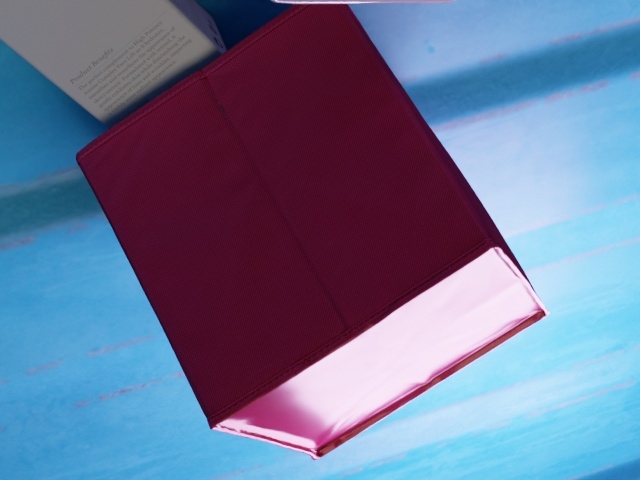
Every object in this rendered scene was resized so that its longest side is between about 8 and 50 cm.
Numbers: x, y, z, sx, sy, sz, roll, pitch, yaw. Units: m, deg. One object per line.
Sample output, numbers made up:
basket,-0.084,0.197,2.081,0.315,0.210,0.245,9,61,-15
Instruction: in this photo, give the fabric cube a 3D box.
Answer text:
fabric cube,0.000,0.000,1.034,0.259,0.258,0.254,-33,158,7

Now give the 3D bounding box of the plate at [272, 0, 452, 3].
plate,0.105,-0.262,0.765,0.277,0.045,0.278,-49,164,28

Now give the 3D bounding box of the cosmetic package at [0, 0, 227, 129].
cosmetic package,-0.187,-0.189,0.959,0.117,0.085,0.231,-37,132,11
